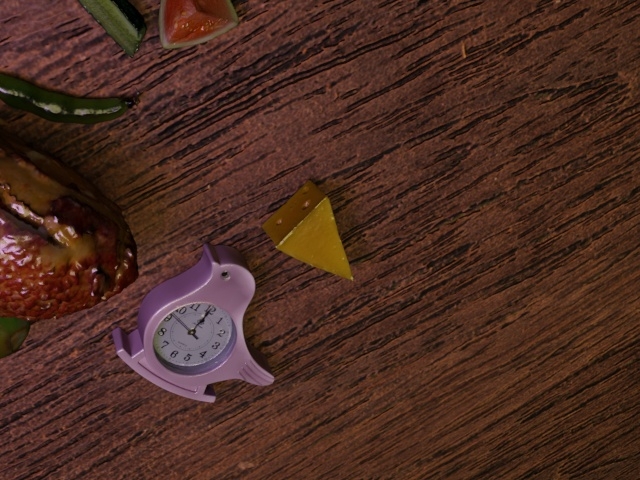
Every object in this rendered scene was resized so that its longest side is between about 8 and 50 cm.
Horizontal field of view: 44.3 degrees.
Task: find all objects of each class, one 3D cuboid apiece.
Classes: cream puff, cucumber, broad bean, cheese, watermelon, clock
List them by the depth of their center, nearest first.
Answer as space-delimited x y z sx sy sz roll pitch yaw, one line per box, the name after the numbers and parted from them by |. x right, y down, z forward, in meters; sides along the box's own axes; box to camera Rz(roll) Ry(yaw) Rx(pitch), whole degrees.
-0.432 -0.012 1.119 0.350 0.350 0.228 36 91 -31 | cream puff
-0.325 -0.365 1.147 0.220 0.070 0.046 47 64 -34 | cucumber
-0.196 -0.358 1.179 0.125 0.094 0.135 -18 116 -2 | watermelon
-0.394 -0.215 1.209 0.227 0.039 0.069 1 121 -22 | broad bean
0.000 0.000 1.429 0.126 0.093 0.171 -44 122 1 | cheese
-0.187 0.170 1.454 0.275 0.080 0.290 -47 122 7 | clock

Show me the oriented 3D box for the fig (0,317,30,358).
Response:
-0.548 0.115 1.227 0.191 0.181 0.181 24 111 16 | fig
